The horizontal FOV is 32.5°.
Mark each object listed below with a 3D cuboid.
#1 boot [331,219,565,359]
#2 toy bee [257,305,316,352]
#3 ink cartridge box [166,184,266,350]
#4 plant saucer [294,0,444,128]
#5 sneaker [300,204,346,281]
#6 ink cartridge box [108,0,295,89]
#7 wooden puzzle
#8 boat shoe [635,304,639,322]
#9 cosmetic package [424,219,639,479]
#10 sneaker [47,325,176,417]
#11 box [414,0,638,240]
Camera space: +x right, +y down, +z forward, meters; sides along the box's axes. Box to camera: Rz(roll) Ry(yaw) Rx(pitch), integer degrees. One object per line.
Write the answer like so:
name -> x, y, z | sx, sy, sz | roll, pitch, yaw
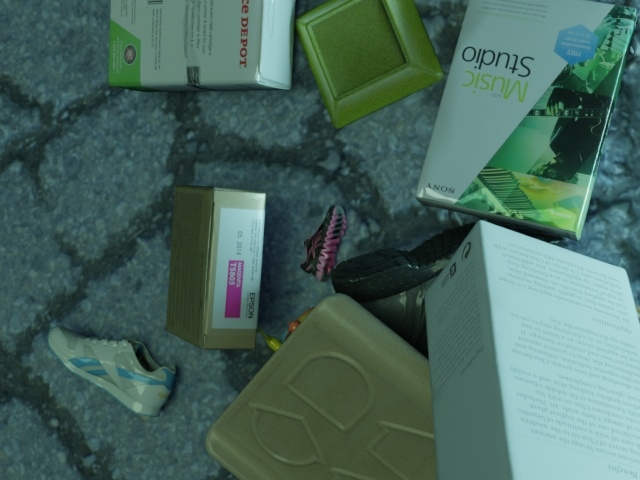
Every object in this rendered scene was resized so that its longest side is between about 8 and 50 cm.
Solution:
boot -> 0.191, 0.105, 1.558 | 0.338, 0.118, 0.222 | -13, 109, 3
toy bee -> -0.028, 0.152, 1.615 | 0.195, 0.162, 0.298 | 19, 97, 22
ink cartridge box -> -0.160, 0.036, 1.649 | 0.193, 0.088, 0.234 | -168, 83, -65
plant saucer -> 0.062, -0.289, 1.634 | 0.188, 0.045, 0.188 | -24, 82, 20
sneaker -> 0.000, 0.000, 1.667 | 0.057, 0.047, 0.119 | 19, 97, 32
ink cartridge box -> -0.181, -0.331, 1.685 | 0.273, 0.115, 0.198 | 3, 92, 25
wooden puzzle -> 0.050, 0.267, 1.526 | 0.322, 0.080, 0.348 | 39, 122, -1
boat shoe -> 0.404, 0.243, 1.467 | 0.123, 0.116, 0.324 | -2, 89, 21
cosmetic package -> 0.266, 0.209, 1.297 | 0.230, 0.453, 0.161 | 18, 131, -14
sneaker -> -0.338, 0.193, 1.783 | 0.229, 0.087, 0.092 | 29, 94, 11
box -> 0.282, -0.181, 1.513 | 0.232, 0.058, 0.322 | 14, 86, 21
